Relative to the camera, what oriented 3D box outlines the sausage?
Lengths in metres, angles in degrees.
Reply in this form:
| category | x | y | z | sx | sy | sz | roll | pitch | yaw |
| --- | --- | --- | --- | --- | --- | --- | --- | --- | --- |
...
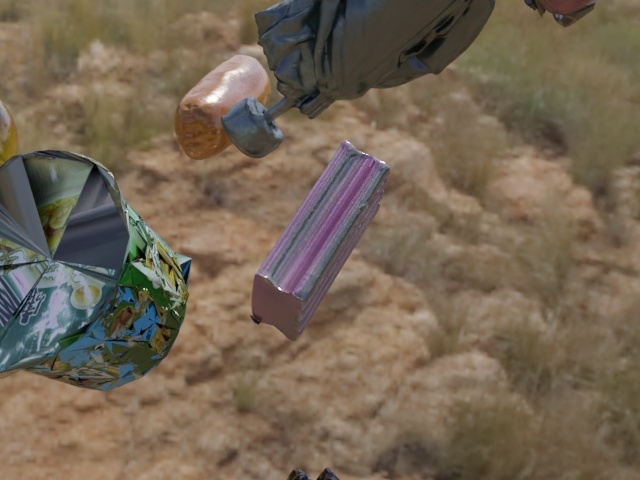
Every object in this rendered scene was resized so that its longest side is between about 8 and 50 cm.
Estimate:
| category | x | y | z | sx | sy | sz | roll | pitch | yaw |
| --- | --- | --- | --- | --- | --- | --- | --- | --- | --- |
| sausage | -0.130 | -0.183 | 1.718 | 0.098 | 0.098 | 0.238 | 15 | 29 | 10 |

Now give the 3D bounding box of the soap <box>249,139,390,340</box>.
| category | x | y | z | sx | sy | sz | roll | pitch | yaw |
| --- | --- | --- | --- | --- | --- | --- | --- | --- | --- |
| soap | 0.000 | 0.000 | 1.404 | 0.065 | 0.122 | 0.203 | 28 | 64 | 8 |

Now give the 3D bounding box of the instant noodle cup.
| category | x | y | z | sx | sy | sz | roll | pitch | yaw |
| --- | --- | --- | --- | --- | --- | --- | --- | --- | --- |
| instant noodle cup | -0.254 | 0.046 | 1.302 | 0.240 | 0.240 | 0.178 | 25 | -11 | 29 |

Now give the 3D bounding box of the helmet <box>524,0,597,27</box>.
| category | x | y | z | sx | sy | sz | roll | pitch | yaw |
| --- | --- | --- | --- | --- | --- | --- | --- | --- | --- |
| helmet | 0.320 | -0.405 | 1.736 | 0.198 | 0.154 | 0.253 | 56 | 5 | 21 |

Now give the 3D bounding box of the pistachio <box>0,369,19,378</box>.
| category | x | y | z | sx | sy | sz | roll | pitch | yaw |
| --- | --- | --- | --- | --- | --- | --- | --- | --- | --- |
| pistachio | -0.393 | 0.074 | 1.630 | 0.152 | 0.223 | 0.126 | 31 | 5 | -33 |

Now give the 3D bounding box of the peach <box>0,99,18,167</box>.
| category | x | y | z | sx | sy | sz | roll | pitch | yaw |
| --- | --- | --- | --- | --- | --- | --- | --- | --- | --- |
| peach | -0.392 | -0.114 | 1.390 | 0.151 | 0.151 | 0.118 | 16 | 33 | 13 |

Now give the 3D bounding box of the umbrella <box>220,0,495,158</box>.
| category | x | y | z | sx | sy | sz | roll | pitch | yaw |
| --- | --- | --- | --- | --- | --- | --- | --- | --- | --- |
| umbrella | 0.062 | -0.189 | 0.994 | 0.143 | 0.349 | 0.094 | 46 | 16 | -20 |

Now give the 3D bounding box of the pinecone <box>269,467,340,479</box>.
| category | x | y | z | sx | sy | sz | roll | pitch | yaw |
| --- | --- | --- | --- | --- | --- | --- | --- | --- | --- |
| pinecone | 0.003 | 0.360 | 1.139 | 0.246 | 0.292 | 0.246 | -32 | 18 | 12 |
